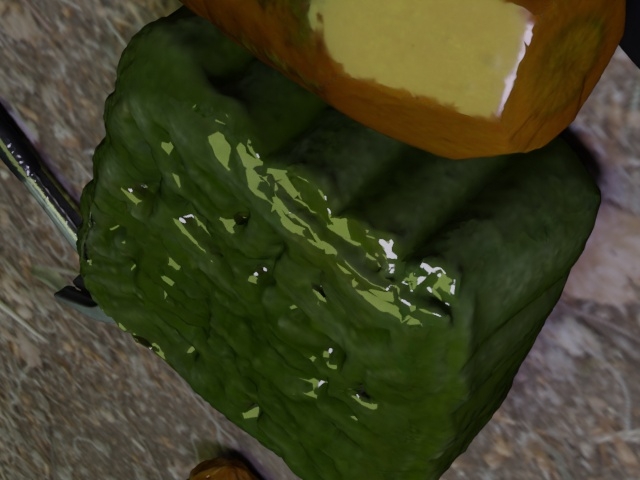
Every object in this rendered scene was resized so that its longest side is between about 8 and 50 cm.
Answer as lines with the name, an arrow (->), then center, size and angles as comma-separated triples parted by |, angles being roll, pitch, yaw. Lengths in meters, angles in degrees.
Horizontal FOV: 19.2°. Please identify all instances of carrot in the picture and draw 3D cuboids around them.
carrot -> -0.018, -0.134, 0.755 | 0.302, 0.114, 0.114 | 33, 146, 31

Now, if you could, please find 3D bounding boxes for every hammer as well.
hammer -> -0.188, -0.052, 1.144 | 0.246, 0.029, 0.103 | 51, 147, -4

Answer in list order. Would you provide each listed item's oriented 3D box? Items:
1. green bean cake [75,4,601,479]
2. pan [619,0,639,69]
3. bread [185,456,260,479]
green bean cake -> 0.000, 0.000, 0.886 | 0.222, 0.125, 0.248 | 40, 147, 12
pan -> 0.145, -0.131, 0.664 | 0.136, 0.028, 0.235 | 27, 143, 33
bread -> -0.027, 0.202, 1.213 | 0.157, 0.044, 0.052 | 48, 151, -1
